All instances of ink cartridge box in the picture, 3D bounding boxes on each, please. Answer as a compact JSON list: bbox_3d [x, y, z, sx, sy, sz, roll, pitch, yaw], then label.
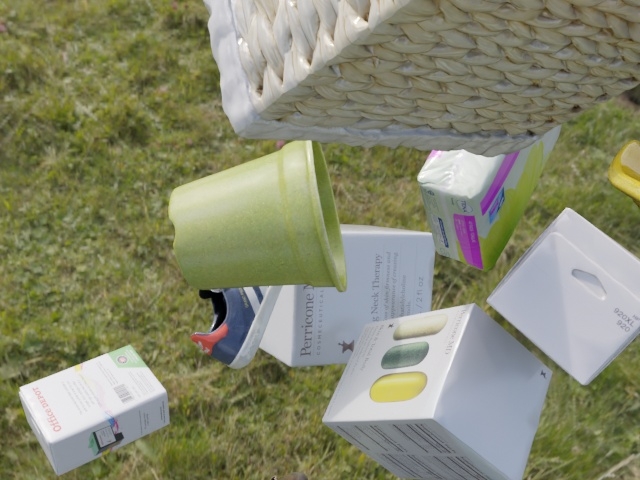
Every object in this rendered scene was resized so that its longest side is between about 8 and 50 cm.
[{"bbox_3d":[0.366,0.073,1.039,0.171,0.168,0.233,42,14,18],"label":"ink cartridge box"},{"bbox_3d":[-0.523,0.387,1.719,0.278,0.117,0.201,-20,41,-32],"label":"ink cartridge box"}]

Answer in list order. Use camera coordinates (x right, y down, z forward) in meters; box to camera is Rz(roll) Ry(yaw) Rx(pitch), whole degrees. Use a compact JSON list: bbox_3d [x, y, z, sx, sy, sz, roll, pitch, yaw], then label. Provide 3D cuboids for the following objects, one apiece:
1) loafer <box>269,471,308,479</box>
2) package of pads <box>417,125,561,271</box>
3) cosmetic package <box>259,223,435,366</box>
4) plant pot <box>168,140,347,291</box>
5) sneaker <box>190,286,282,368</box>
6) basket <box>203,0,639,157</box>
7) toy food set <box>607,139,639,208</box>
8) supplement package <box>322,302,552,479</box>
[{"bbox_3d":[-0.085,0.486,1.271,0.130,0.366,0.133,4,86,-4],"label":"loafer"},{"bbox_3d":[0.252,-0.127,1.051,0.101,0.229,0.296,22,71,26],"label":"package of pads"},{"bbox_3d":[0.042,0.126,1.924,0.394,0.329,0.327,0,5,-26],"label":"cosmetic package"},{"bbox_3d":[-0.106,-0.027,1.241,0.254,0.276,0.276,-11,51,6],"label":"plant pot"},{"bbox_3d":[-0.160,0.081,1.530,0.148,0.131,0.350,27,64,-14],"label":"sneaker"},{"bbox_3d":[0.108,-0.257,0.527,0.331,0.266,0.328,-3,78,-40],"label":"basket"},{"bbox_3d":[0.243,0.003,0.352,0.218,0.071,0.128,31,14,-12],"label":"toy food set"},{"bbox_3d":[0.182,0.248,1.174,0.198,0.263,0.199,40,58,-21],"label":"supplement package"}]
